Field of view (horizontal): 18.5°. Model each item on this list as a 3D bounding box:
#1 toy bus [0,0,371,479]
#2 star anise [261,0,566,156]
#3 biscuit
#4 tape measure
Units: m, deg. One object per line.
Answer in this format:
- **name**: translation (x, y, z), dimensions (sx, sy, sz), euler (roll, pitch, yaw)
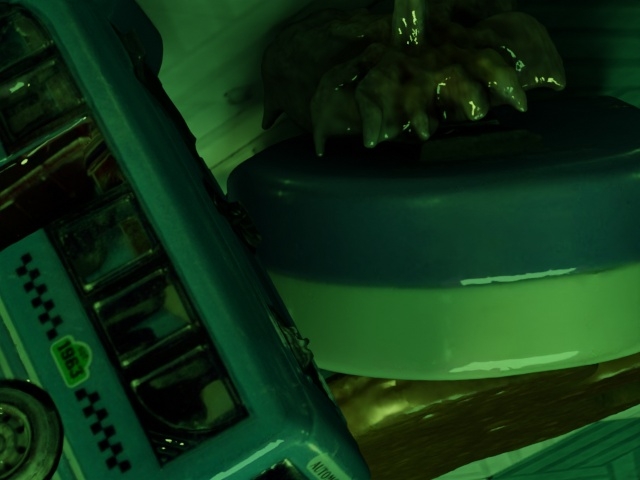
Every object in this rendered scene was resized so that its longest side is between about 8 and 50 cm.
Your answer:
- **toy bus**: translation (-0.087, 0.018, 0.758), dimensions (0.134, 0.246, 0.113), euler (-31, 151, 3)
- **star anise**: translation (0.003, -0.131, 0.770), dimensions (0.148, 0.218, 0.227), euler (3, 118, 28)
- **biscuit**: translation (0.070, 0.080, 1.075), dimensions (0.283, 0.064, 0.432), euler (-20, 168, 5)
- **tape measure**: translation (0.000, 0.000, 0.864), dimensions (0.351, 0.098, 0.215), euler (-9, -168, -9)
